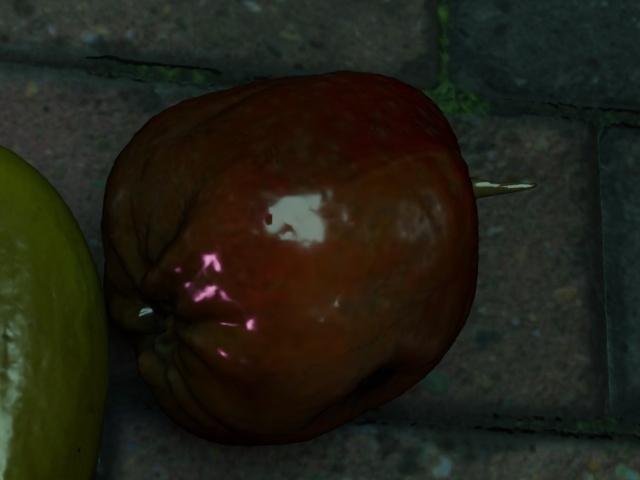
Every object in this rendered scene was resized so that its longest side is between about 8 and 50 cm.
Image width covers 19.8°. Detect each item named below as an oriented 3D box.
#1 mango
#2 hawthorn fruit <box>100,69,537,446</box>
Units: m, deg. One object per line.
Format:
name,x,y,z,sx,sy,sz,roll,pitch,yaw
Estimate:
mango,-0.230,0.099,1.168,0.195,0.142,0.331,20,73,0
hawthorn fruit,-0.020,0.007,1.208,0.258,0.258,0.262,35,49,0
